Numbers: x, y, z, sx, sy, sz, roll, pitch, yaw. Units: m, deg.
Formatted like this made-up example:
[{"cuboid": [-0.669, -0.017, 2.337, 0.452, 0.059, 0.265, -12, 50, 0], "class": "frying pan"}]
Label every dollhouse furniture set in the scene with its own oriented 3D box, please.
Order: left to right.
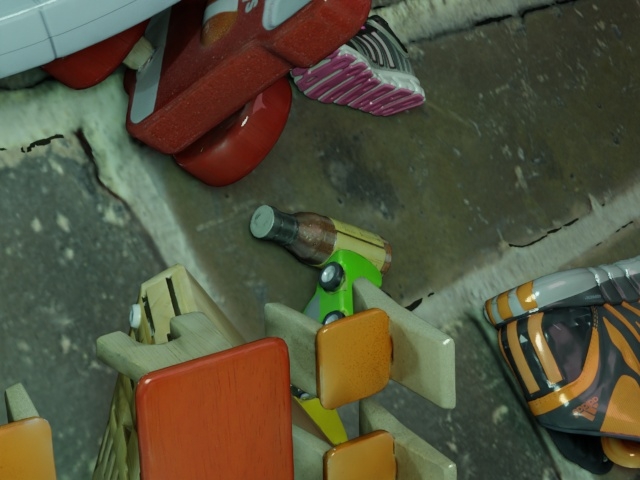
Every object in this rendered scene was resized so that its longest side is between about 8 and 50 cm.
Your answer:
[{"cuboid": [-0.048, 0.171, 0.872, 0.262, 0.135, 0.259, -16, 118, -28], "class": "dollhouse furniture set"}]

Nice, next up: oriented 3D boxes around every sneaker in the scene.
[{"cuboid": [0.024, -0.158, 1.473, 0.170, 0.063, 0.074, 14, 55, -51], "class": "sneaker"}, {"cuboid": [0.278, 0.111, 1.558, 0.321, 0.125, 0.180, -10, 77, -42], "class": "sneaker"}]

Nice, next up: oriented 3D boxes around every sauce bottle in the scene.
[{"cuboid": [0.000, 0.000, 1.344, 0.128, 0.042, 0.042, 21, 50, -41], "class": "sauce bottle"}]

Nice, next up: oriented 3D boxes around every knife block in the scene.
[{"cuboid": [-0.013, 0.157, 1.043, 0.242, 0.275, 0.088, 5, 32, -20], "class": "knife block"}]

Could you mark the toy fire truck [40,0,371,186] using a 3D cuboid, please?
[{"cuboid": [-0.050, -0.202, 1.244, 0.169, 0.254, 0.302, 36, 41, -30], "class": "toy fire truck"}]

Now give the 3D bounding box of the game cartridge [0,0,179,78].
[{"cuboid": [-0.146, -0.221, 1.116, 0.297, 0.062, 0.198, -34, 52, -18], "class": "game cartridge"}]

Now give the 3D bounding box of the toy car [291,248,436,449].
[{"cuboid": [0.019, 0.112, 1.277, 0.239, 0.053, 0.225, 30, 44, -36], "class": "toy car"}]
